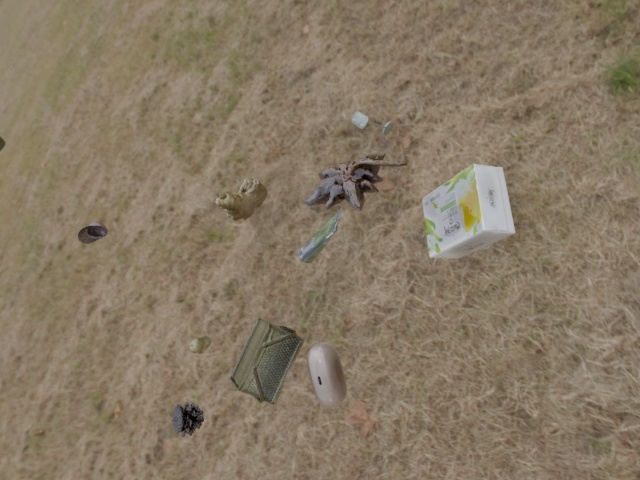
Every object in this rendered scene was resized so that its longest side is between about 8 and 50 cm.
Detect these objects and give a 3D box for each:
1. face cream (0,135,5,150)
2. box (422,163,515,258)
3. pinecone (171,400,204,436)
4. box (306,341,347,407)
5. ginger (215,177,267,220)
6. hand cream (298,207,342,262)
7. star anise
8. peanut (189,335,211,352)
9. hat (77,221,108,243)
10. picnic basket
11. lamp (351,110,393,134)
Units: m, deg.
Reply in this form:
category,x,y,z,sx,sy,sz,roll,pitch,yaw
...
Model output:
category,x,y,z,sx,sy,sz,roll,pitch,yaw
face cream,-0.851,-0.157,1.081,0.067,0.139,0.285,2,58,34
box,0.409,-0.074,1.370,0.260,0.110,0.195,141,129,-60
pinecone,-0.542,0.731,1.982,0.140,0.120,0.141,-5,83,47
box,0.021,0.425,1.534,0.088,0.146,0.201,-17,84,20
ginger,-0.268,-0.129,1.650,0.074,0.138,0.213,10,32,31
hand cream,0.000,0.000,1.404,0.235,0.055,0.087,-47,22,49
star anise,0.110,-0.217,1.703,0.349,0.109,0.293,12,64,38
peanut,-0.306,0.262,1.225,0.037,0.083,0.037,2,95,21
hat,-0.652,-0.028,1.374,0.042,0.087,0.058,33,123,31
picnic basket,-0.186,0.407,1.647,0.267,0.139,0.165,-65,19,-9
lamp,0.183,-0.399,1.648,0.056,0.198,0.050,39,114,28
